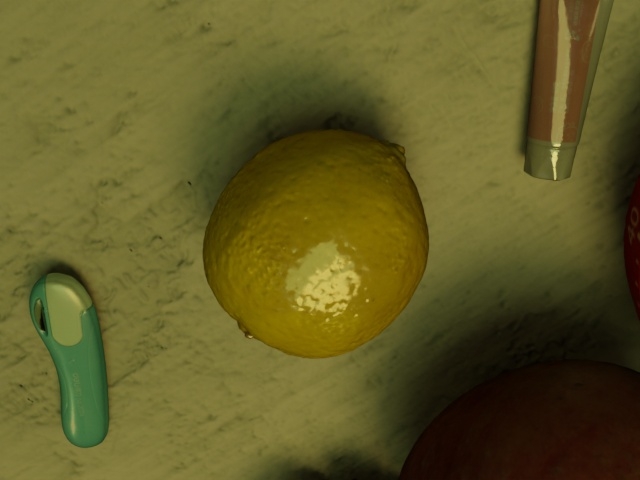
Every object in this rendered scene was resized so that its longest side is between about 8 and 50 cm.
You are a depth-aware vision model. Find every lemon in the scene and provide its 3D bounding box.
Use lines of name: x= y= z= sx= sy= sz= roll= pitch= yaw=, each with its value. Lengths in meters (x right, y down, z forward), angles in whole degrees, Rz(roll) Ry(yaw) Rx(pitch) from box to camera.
lemon: x=0.000 y=0.000 z=0.642 sx=0.178 sy=0.178 sz=0.203 roll=38 pitch=100 yaw=-17

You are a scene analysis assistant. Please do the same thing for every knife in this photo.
knife: x=-0.249 y=0.126 z=0.794 sx=0.064 sy=0.031 sz=0.222 roll=0 pitch=121 yaw=-3

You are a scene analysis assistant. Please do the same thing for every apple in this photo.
apple: x=0.229 y=0.257 z=0.693 sx=0.269 sy=0.345 sz=0.344 roll=-30 pitch=123 yaw=-32

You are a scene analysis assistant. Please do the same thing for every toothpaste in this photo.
toothpaste: x=0.199 y=-0.147 z=0.638 sx=0.067 sy=0.043 sz=0.194 roll=5 pitch=112 yaw=1

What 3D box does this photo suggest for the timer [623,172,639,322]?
timer: x=0.430 y=0.007 z=0.581 sx=0.378 sy=0.279 sz=0.378 roll=2 pitch=118 yaw=3

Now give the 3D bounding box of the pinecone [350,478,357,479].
pinecone: x=0.001 y=0.354 z=0.830 sx=0.212 sy=0.168 sz=0.185 roll=-20 pitch=118 yaw=11
